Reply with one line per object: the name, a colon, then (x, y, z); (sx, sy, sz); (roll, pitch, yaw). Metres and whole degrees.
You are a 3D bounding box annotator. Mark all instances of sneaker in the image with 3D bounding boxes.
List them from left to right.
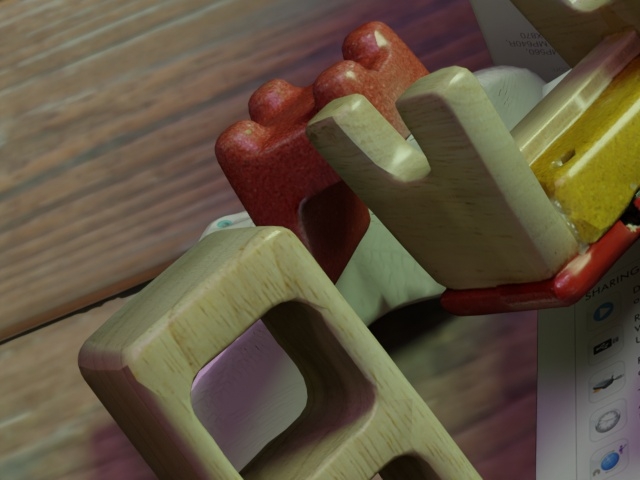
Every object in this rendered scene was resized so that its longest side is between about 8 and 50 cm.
sneaker: (0.000, 0.000, 0.681); (0.212, 0.080, 0.094); (-41, 33, -17)

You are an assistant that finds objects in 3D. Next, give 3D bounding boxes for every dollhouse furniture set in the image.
dollhouse furniture set: (-0.033, 0.082, 0.511); (0.374, 0.152, 0.201); (-43, 16, -23)

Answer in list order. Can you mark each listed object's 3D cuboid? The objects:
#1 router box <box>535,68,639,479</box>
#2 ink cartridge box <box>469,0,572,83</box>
router box: (0.216, -0.015, 0.472); (0.335, 0.082, 0.301); (-30, 29, 28)
ink cartridge box: (0.105, -0.175, 0.690); (0.092, 0.218, 0.159); (0, 49, 29)
